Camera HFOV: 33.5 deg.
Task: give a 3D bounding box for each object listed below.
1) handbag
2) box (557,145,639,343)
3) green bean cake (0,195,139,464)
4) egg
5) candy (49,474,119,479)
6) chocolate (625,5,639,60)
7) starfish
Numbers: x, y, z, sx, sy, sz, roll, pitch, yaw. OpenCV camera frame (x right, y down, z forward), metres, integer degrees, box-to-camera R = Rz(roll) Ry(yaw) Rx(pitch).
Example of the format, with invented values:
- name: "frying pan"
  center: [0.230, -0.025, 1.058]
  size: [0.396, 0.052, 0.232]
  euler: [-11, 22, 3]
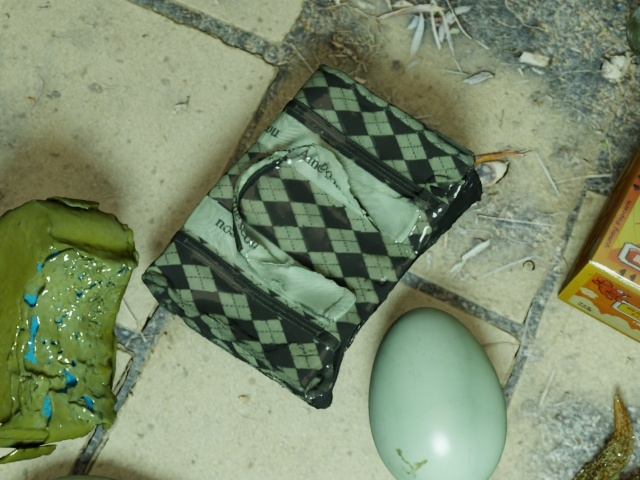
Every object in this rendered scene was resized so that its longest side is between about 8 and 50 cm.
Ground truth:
- name: "handbag"
  center: [0.000, 0.000, 1.478]
  size: [0.316, 0.180, 0.416]
  euler: [35, 78, 25]
- name: "box"
  center: [0.526, 0.017, 1.469]
  size: [0.283, 0.214, 0.260]
  euler: [29, 74, 9]
- name: "green bean cake"
  center: [-0.353, 0.122, 1.422]
  size: [0.285, 0.202, 0.310]
  euler: [-24, 70, 35]
- name: "egg"
  center: [0.153, 0.215, 1.425]
  size: [0.182, 0.183, 0.264]
  euler: [-7, 66, -2]
- name: "candy"
  center: [-0.264, 0.496, 1.335]
  size: [0.426, 0.186, 0.386]
  euler: [10, 68, 8]
- name: "chocolate"
  center: [0.586, -0.298, 1.620]
  size: [0.248, 0.110, 0.110]
  euler: [13, 74, 4]
- name: "starfish"
  center: [0.410, 0.375, 1.429]
  size: [0.293, 0.084, 0.301]
  euler: [-38, 73, -9]
